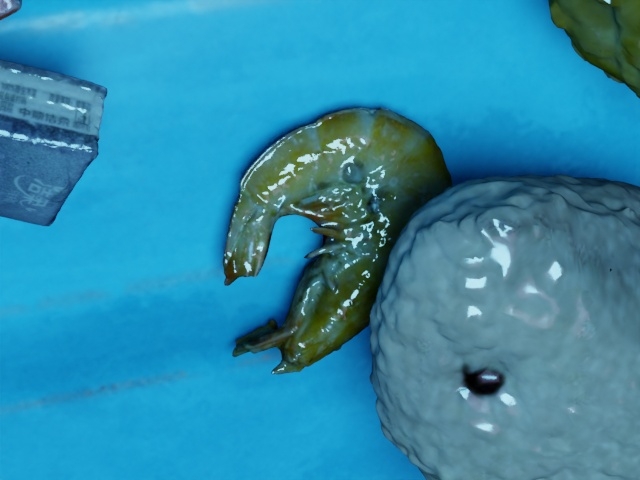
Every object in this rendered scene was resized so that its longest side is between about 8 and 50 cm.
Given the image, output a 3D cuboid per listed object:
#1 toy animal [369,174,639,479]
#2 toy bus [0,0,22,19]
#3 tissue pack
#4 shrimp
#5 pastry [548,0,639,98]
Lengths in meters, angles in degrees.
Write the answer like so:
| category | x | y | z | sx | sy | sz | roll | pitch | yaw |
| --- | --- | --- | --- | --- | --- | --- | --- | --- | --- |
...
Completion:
| category | x | y | z | sx | sy | sz | roll | pitch | yaw |
| --- | --- | --- | --- | --- | --- | --- | --- | --- | --- |
| toy animal | 0.173 | 0.078 | 0.745 | 0.359 | 0.188 | 0.226 | 17 | 119 | -25 |
| toy bus | -0.208 | -0.190 | 0.570 | 0.065 | 0.077 | 0.192 | -27 | 119 | -8 |
| tissue pack | -0.201 | -0.057 | 0.616 | 0.156 | 0.112 | 0.051 | 13 | 66 | -22 |
| shrimp | 0.000 | 0.000 | 0.741 | 0.132 | 0.051 | 0.187 | 33 | 93 | -14 |
| pastry | 0.230 | -0.205 | 0.649 | 0.255 | 0.162 | 0.310 | -18 | 106 | 7 |
